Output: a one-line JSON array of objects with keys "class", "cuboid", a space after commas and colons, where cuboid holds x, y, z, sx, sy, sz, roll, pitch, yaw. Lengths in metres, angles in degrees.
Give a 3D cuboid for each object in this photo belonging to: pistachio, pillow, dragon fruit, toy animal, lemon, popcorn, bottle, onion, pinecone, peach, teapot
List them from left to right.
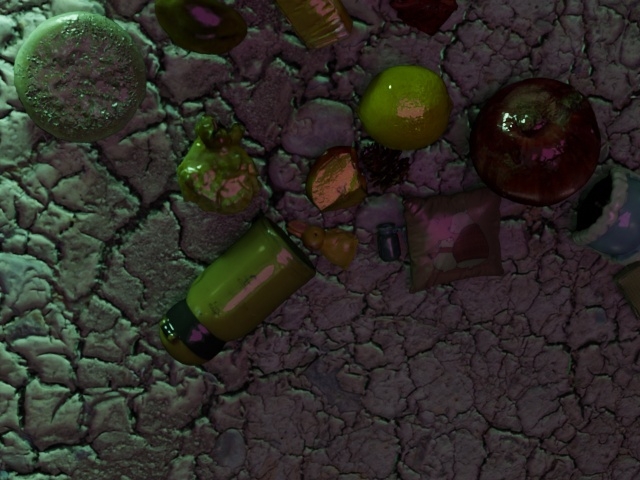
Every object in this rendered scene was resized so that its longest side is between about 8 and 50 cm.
[{"class": "pistachio", "cuboid": [-0.238, -0.427, 1.781, 0.189, 0.100, 0.110, 19, 97, -16]}, {"class": "popcorn", "cuboid": [-0.201, -0.150, 1.832, 0.168, 0.173, 0.195, 21, 103, 18]}, {"class": "bottle", "cuboid": [-0.191, 0.121, 1.909, 0.351, 0.171, 0.171, -41, 108, 5]}, {"class": "toy animal", "cuboid": [-0.001, 0.003, 1.962, 0.159, 0.070, 0.083, 20, 103, -10]}, {"class": "peach", "cuboid": [0.029, -0.130, 1.903, 0.151, 0.151, 0.118, -19, 63, -10]}, {"class": "pinecone", "cuboid": [0.134, -0.163, 1.928, 0.109, 0.102, 0.102, 40, 96, 7]}, {"class": "teapot", "cuboid": [0.154, 0.005, 1.988, 0.049, 0.064, 0.083, -18, 108, -25]}, {"class": "lemon", "cuboid": [0.172, -0.274, 1.858, 0.203, 0.178, 0.178, -2, 106, 4]}, {"class": "dragon fruit", "cuboid": [0.215, -0.488, 1.864, 0.131, 0.063, 0.097, 22, 100, -15]}, {"class": "pillow", "cuboid": [0.297, -0.003, 2.000, 0.236, 0.084, 0.223, -10, 108, -5]}, {"class": "onion", "cuboid": [0.448, -0.209, 1.885, 0.276, 0.276, 0.276, -3, 105, -9]}, {"class": "toy animal", "cuboid": [0.685, -0.046, 2.022, 0.204, 0.156, 0.208, 27, 103, -12]}]

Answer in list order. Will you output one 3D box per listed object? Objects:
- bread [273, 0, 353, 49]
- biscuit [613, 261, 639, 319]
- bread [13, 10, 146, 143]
[{"class": "bread", "cuboid": [-0.048, -0.508, 1.768, 0.119, 0.152, 0.288, -33, 108, 6]}, {"class": "biscuit", "cuboid": [0.825, 0.072, 2.134, 0.250, 0.046, 0.147, -38, 107, 3]}, {"class": "bread", "cuboid": [-0.479, -0.322, 1.799, 0.267, 0.040, 0.266, -3, 106, -10]}]
